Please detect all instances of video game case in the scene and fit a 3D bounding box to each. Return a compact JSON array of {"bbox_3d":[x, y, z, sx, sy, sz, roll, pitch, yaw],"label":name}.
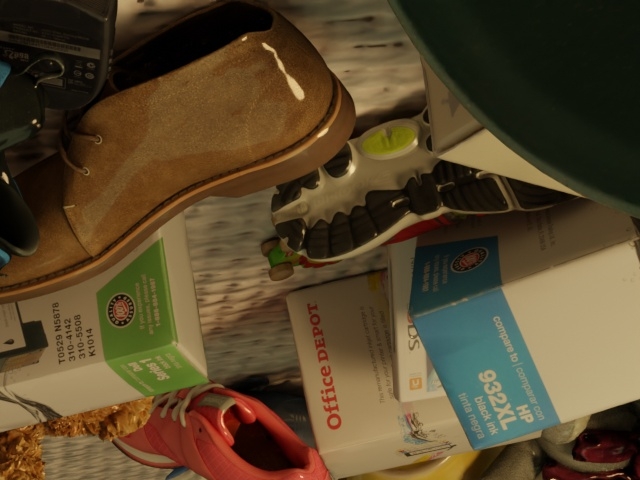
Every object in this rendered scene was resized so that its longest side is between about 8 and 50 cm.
[{"bbox_3d":[0.160,0.047,1.044,0.201,0.183,0.023,-7,-164,-13],"label":"video game case"}]

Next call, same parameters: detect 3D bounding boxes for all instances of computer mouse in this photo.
[{"bbox_3d":[-0.133,-0.151,0.592,0.071,0.041,0.242,12,147,-10],"label":"computer mouse"}]

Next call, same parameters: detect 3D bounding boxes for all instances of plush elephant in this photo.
[{"bbox_3d":[0.376,0.265,1.383,0.330,0.255,0.272,-33,156,-48],"label":"plush elephant"}]

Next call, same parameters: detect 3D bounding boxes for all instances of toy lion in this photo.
[{"bbox_3d":[0.000,0.000,1.020,0.096,0.034,0.100,-13,158,-17],"label":"toy lion"}]

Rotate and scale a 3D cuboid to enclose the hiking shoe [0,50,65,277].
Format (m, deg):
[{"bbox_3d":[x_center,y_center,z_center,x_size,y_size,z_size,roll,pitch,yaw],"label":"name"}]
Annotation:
[{"bbox_3d":[-0.239,0.014,0.682,0.132,0.113,0.304,13,131,-10],"label":"hiking shoe"}]

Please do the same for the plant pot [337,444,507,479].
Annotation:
[{"bbox_3d":[0.134,0.285,1.513,0.254,0.254,0.239,-15,142,6],"label":"plant pot"}]

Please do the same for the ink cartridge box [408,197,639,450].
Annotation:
[{"bbox_3d":[0.235,0.008,0.871,0.307,0.129,0.223,-21,-162,16],"label":"ink cartridge box"}]

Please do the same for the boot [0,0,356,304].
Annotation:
[{"bbox_3d":[-0.138,-0.059,0.739,0.305,0.112,0.115,-26,140,13],"label":"boot"}]

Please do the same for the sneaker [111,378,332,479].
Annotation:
[{"bbox_3d":[-0.108,0.175,1.137,0.116,0.314,0.136,-47,154,-32],"label":"sneaker"}]

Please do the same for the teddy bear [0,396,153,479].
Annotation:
[{"bbox_3d":[-0.310,0.137,0.926,0.338,0.245,0.113,-10,137,-2],"label":"teddy bear"}]

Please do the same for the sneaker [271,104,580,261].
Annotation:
[{"bbox_3d":[0.099,-0.058,0.877,0.279,0.107,0.118,-14,176,12],"label":"sneaker"}]

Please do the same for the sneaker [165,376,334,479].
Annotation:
[{"bbox_3d":[-0.100,0.271,1.511,0.236,0.130,0.323,0,161,-5],"label":"sneaker"}]

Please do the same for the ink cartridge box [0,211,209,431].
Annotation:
[{"bbox_3d":[-0.207,0.044,0.844,0.219,0.160,0.092,-15,155,5],"label":"ink cartridge box"}]

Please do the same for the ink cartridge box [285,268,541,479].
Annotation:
[{"bbox_3d":[0.099,0.131,1.191,0.233,0.171,0.168,-12,157,2],"label":"ink cartridge box"}]

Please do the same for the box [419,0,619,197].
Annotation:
[{"bbox_3d":[0.181,-0.112,0.650,0.232,0.148,0.127,11,153,-34],"label":"box"}]

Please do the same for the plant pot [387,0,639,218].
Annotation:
[{"bbox_3d":[0.167,-0.174,0.414,0.196,0.293,0.293,-30,168,-29],"label":"plant pot"}]
